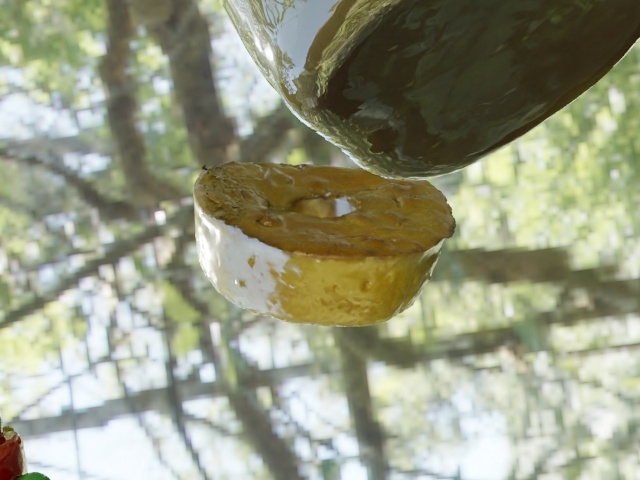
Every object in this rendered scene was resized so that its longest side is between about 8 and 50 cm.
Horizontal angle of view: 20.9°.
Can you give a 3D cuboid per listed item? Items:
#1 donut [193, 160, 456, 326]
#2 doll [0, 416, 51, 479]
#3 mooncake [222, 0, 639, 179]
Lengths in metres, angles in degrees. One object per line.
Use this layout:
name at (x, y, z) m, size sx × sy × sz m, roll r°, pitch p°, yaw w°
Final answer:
donut at (-0.003, 0.000, 1.819) m, size 0.277 × 0.278 × 0.108 m, roll -58°, pitch -21°, yaw -63°
doll at (-0.234, 0.301, 1.243) m, size 0.160 × 0.183 × 0.363 m, roll -55°, pitch -48°, yaw -60°
mooncake at (0.074, -0.140, 0.879) m, size 0.117 × 0.235 × 0.235 m, roll 61°, pitch -172°, yaw 28°
